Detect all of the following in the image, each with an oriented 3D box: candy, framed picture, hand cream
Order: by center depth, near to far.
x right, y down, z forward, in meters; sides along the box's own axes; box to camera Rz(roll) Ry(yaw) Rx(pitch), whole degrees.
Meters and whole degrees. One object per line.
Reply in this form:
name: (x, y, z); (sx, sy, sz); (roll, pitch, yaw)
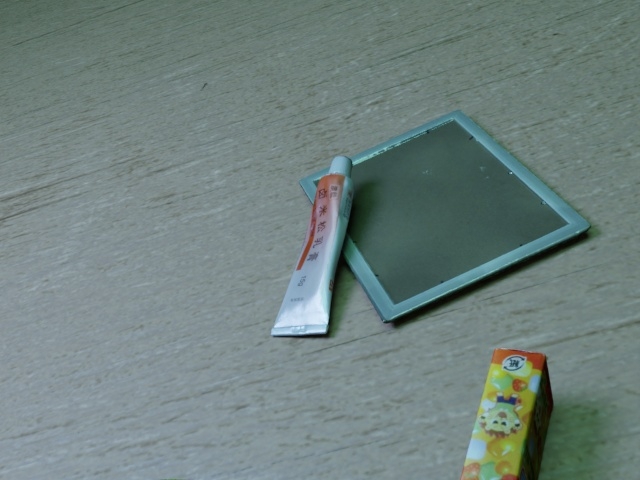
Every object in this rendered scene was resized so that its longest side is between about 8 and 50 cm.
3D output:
candy: (0.131, 0.139, 0.532); (0.038, 0.062, 0.122); (1, 42, 27)
hand cream: (0.000, 0.001, 0.771); (0.052, 0.038, 0.216); (-36, 31, 48)
framed picture: (0.112, -0.037, 0.797); (0.217, 0.017, 0.274); (-24, 37, -3)

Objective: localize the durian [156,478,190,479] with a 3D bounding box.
durian: (-0.121, 0.230, 0.505); (0.250, 0.101, 0.139); (-7, 40, 18)
